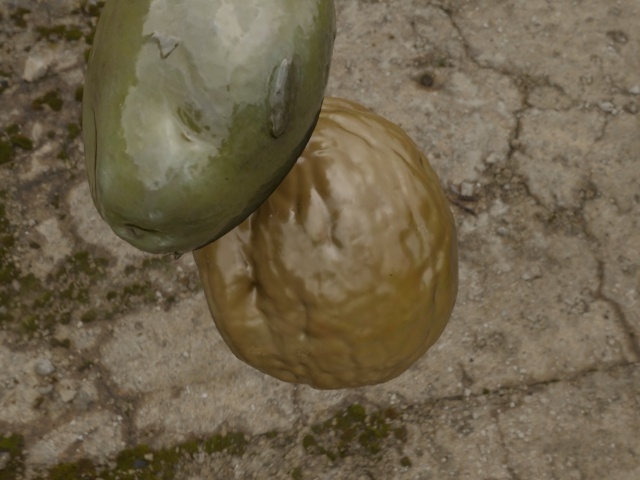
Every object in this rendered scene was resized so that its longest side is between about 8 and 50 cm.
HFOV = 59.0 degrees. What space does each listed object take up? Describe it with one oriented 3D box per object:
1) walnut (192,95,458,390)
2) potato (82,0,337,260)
[{"bbox_3d":[0.000,0.000,0.625,0.333,0.332,0.332,5,63,-9],"label":"walnut"},{"bbox_3d":[-0.079,-0.104,0.384,0.160,0.178,0.234,19,78,-11],"label":"potato"}]
